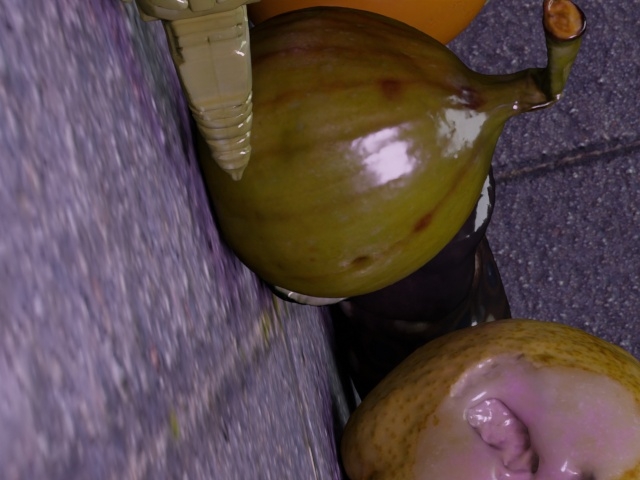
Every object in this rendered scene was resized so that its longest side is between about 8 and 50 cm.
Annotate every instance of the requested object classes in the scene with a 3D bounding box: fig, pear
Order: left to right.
[{"bbox_3d":[0.030,-0.059,0.609,0.142,0.186,0.148,-110,180,-48],"label":"fig"},{"bbox_3d":[0.147,0.189,0.915,0.271,0.271,0.271,-13,90,-85],"label":"pear"}]

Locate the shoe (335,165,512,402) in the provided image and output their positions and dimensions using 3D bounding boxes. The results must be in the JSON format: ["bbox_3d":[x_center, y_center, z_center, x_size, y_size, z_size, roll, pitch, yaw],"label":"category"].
[{"bbox_3d":[0.083,0.012,1.076,0.237,0.171,0.384,121,-45,-87],"label":"shoe"}]

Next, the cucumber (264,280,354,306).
[{"bbox_3d":[0.001,0.000,0.798,0.241,0.074,0.074,-73,150,-86],"label":"cucumber"}]

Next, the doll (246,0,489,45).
[{"bbox_3d":[0.037,-0.215,0.939,0.236,0.213,0.213,69,10,-72],"label":"doll"}]

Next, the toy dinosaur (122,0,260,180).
[{"bbox_3d":[-0.051,-0.123,0.455,0.259,0.094,0.153,84,-4,-61],"label":"toy dinosaur"}]
